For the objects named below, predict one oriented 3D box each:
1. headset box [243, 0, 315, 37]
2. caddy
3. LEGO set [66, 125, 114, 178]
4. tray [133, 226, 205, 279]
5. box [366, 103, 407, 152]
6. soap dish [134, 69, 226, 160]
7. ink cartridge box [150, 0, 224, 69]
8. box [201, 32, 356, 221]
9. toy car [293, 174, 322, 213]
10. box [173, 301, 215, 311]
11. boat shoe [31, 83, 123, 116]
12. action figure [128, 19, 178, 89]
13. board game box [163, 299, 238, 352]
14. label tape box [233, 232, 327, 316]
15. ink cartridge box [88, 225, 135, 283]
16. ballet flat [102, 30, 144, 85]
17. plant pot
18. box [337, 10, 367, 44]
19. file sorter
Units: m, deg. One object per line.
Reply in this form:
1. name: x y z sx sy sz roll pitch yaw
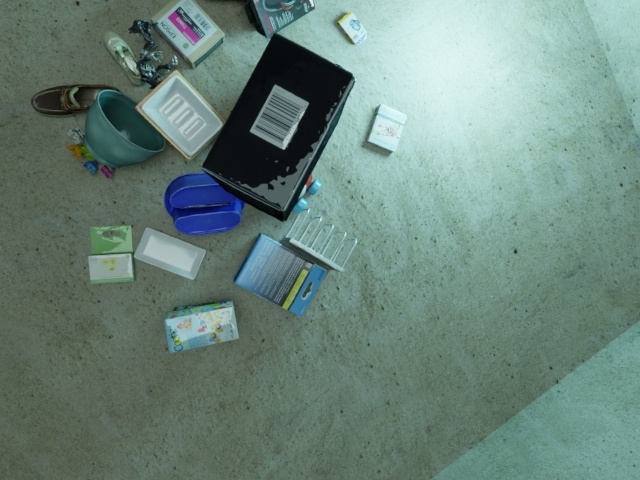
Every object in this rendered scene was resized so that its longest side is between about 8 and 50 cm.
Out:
1. headset box: -0.191 -1.018 1.753 0.293 0.110 0.218 -35 144 -8
2. caddy: -0.487 -0.162 1.781 0.341 0.179 0.241 -7 119 -13
3. LEGO set: -0.940 -0.362 1.704 0.087 0.093 0.227 -13 130 22
4. tray: -0.655 0.057 1.831 0.270 0.030 0.145 23 90 -14
5. box: 0.316 -0.535 2.000 0.145 0.038 0.186 19 91 -13
6. soap dish: -0.572 -0.514 1.738 0.229 0.118 0.291 -46 113 -5
7. ink cartridge box: -0.551 -0.880 1.750 0.193 0.088 0.235 -46 103 -7
8. box: -0.138 -0.348 1.468 0.297 0.472 0.480 28 87 -2
9. toy car: -0.110 -0.251 1.823 0.219 0.238 0.210 40 85 -13
10. box: -0.551 0.363 1.854 0.180 0.077 0.148 -6 96 -13
11. boat shoe: -0.973 -0.568 1.660 0.341 0.123 0.123 -6 96 -12
12. action figure: -0.662 -0.722 1.665 0.140 0.164 0.276 -5 109 7
13. board game box: -0.493 0.355 1.753 0.275 0.142 0.144 -9 96 -13
14. label tape box: -0.183 0.156 1.906 0.347 0.115 0.249 29 88 -16
15. ink cartridge box: -0.884 0.059 1.768 0.171 0.056 0.235 -3 97 -12
16. ballet flat: -0.801 -0.754 1.707 0.086 0.086 0.248 -37 101 -8
17. plant pot: -0.798 -0.411 1.654 0.196 0.293 0.293 -36 102 19
18. box: 0.151 -0.976 1.933 0.081 0.028 0.136 -43 104 -6
19. file sorter: 0.000 0.000 1.895 0.277 0.193 0.173 32 84 -13
